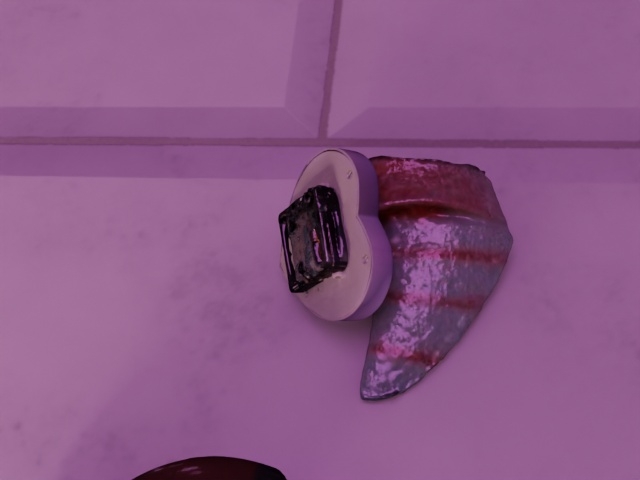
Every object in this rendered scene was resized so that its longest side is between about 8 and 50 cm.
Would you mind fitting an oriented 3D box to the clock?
[{"bbox_3d":[0.000,0.000,1.113,0.064,0.172,0.198,6,66,-36],"label":"clock"}]

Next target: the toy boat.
[{"bbox_3d":[0.112,0.049,1.124,0.206,0.096,0.282,8,70,2],"label":"toy boat"}]

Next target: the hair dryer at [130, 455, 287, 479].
[{"bbox_3d":[-0.154,0.395,0.956,0.313,0.123,0.340,-17,69,11],"label":"hair dryer"}]
